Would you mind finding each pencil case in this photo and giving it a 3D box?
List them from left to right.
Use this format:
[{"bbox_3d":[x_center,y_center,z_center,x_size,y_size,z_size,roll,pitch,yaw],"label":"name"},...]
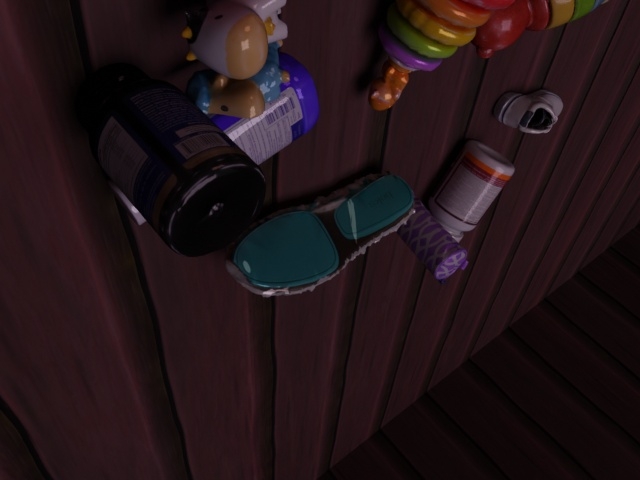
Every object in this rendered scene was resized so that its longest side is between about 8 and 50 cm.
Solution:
[{"bbox_3d":[0.210,-0.016,1.360,0.088,0.206,0.086,-9,142,-41],"label":"pencil case"}]

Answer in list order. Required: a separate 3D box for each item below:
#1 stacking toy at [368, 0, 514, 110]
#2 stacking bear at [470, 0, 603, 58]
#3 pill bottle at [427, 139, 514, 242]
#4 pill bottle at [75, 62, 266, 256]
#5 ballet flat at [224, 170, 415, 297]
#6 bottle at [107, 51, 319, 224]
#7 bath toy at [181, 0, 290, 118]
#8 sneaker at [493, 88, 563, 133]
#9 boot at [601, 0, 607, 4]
[{"bbox_3d":[0.150,-0.307,0.974,0.175,0.166,0.302,-32,163,-47],"label":"stacking toy"},{"bbox_3d":[0.353,-0.409,1.081,0.289,0.164,0.175,-33,119,-1],"label":"stacking bear"},{"bbox_3d":[0.311,-0.097,1.473,0.121,0.121,0.221,-4,132,-52],"label":"pill bottle"},{"bbox_3d":[-0.167,-0.094,0.721,0.123,0.219,0.123,-33,150,-22],"label":"pill bottle"},{"bbox_3d":[0.000,0.000,1.185,0.409,0.147,0.147,-24,145,-34],"label":"ballet flat"},{"bbox_3d":[-0.133,-0.125,0.863,0.283,0.092,0.118,-37,153,-15],"label":"bottle"},{"bbox_3d":[-0.098,-0.287,0.669,0.129,0.151,0.348,-7,140,-7],"label":"bath toy"},{"bbox_3d":[0.479,-0.274,1.497,0.258,0.091,0.094,-14,139,-44],"label":"sneaker"},{"bbox_3d":[0.527,-0.537,1.231,0.165,0.077,0.213,-11,140,-45],"label":"boot"}]
